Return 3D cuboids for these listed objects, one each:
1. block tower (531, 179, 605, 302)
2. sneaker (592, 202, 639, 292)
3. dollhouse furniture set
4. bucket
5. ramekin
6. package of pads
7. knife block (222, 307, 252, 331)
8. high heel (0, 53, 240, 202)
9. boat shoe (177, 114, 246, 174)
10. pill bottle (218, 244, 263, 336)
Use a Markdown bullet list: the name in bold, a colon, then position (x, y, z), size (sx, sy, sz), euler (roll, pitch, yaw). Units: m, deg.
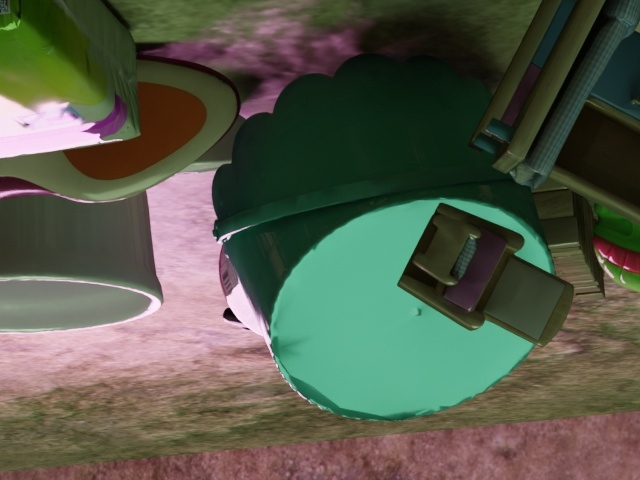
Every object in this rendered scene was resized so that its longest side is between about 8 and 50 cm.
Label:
- **block tower**: position (0.248, -0.002, 2.100), size (0.097, 0.091, 0.335), euler (-7, 167, 14)
- **sneaker**: position (0.492, 0.005, 1.879), size (0.202, 0.185, 0.482), euler (-9, -157, -42)
- **dollhouse furniture set**: position (0.207, -0.054, 1.313), size (0.198, 0.286, 0.303), euler (27, 177, 2)
- **bucket**: position (0.057, 0.002, 1.612), size (0.281, 0.183, 0.281), euler (-8, 130, -10)
- **ramekin**: position (-0.294, 0.002, 1.906), size (0.277, 0.135, 0.277), euler (-2, 167, 0)
- **package of pads**: position (-0.277, -0.138, 1.390), size (0.229, 0.101, 0.296), euler (-6, 166, 8)
- **knife block**: position (0.016, 0.086, 2.127), size (0.242, 0.276, 0.088), euler (-44, 148, 24)
- **high heel**: position (-0.246, -0.098, 1.645), size (0.377, 0.127, 0.181), euler (-8, -166, 6)
- **boat shoe**: position (-0.152, -0.083, 1.747), size (0.184, 0.066, 0.063), euler (-10, 167, -10)
- **pill bottle**: position (0.000, 0.000, 1.900), size (0.160, 0.160, 0.283), euler (0, 167, -13)
